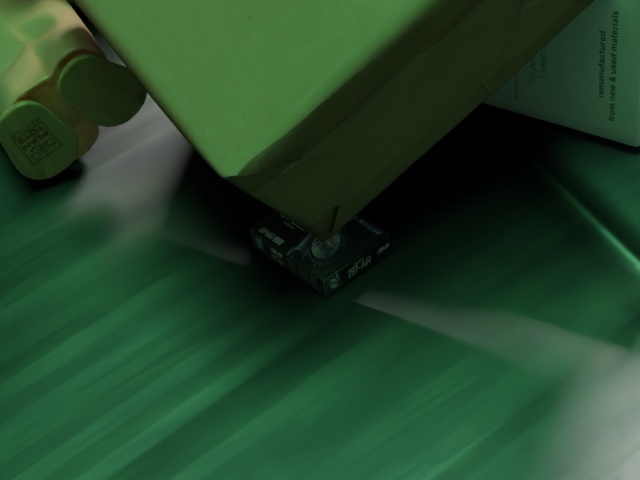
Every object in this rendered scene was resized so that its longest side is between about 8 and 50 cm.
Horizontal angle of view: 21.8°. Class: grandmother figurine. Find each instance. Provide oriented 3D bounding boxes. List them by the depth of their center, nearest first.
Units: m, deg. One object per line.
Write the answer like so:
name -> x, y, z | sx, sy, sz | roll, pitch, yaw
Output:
grandmother figurine -> -0.266, -0.184, 1.415 | 0.207, 0.104, 0.342 | -30, 42, -2

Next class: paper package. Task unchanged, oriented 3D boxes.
paper package -> -0.014, -0.220, 1.188 | 0.309, 0.168, 0.325 | -42, 63, 7

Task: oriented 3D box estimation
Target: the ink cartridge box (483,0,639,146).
ink cartridge box -> 0.145, -0.261, 1.382 | 0.384, 0.160, 0.279 | 19, 48, 26

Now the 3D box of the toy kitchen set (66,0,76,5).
toy kitchen set -> -0.211, -0.252, 1.527 | 0.068, 0.075, 0.083 | -7, 82, 7

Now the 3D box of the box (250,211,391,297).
box -> 0.000, 0.000, 1.226 | 0.067, 0.018, 0.083 | -34, 48, -26
